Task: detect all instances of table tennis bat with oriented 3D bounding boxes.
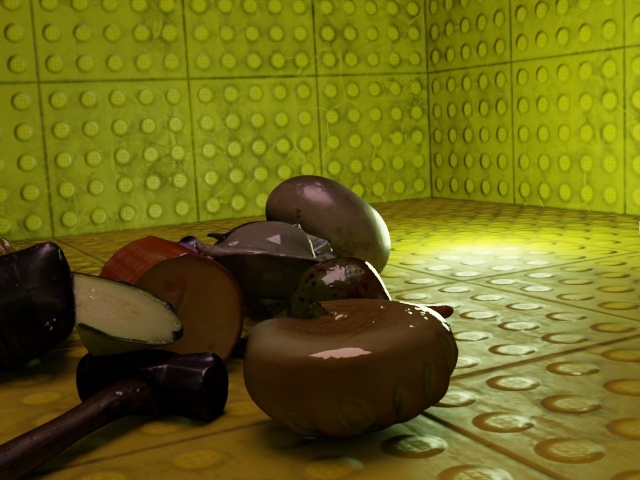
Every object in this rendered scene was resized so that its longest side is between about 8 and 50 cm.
[{"bbox_3d":[-0.109,0.210,1.627,0.131,0.022,0.234,-4,6,-16],"label":"table tennis bat"}]

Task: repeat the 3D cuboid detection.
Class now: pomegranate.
[{"bbox_3d":[0.043,0.138,1.577,0.198,0.198,0.246,-1,-27,16],"label":"pomegranate"}]

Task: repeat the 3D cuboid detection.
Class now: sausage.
[{"bbox_3d":[-0.288,0.120,1.592,0.233,0.233,0.287,-6,10,-22],"label":"sausage"}]

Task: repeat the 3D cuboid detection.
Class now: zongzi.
[{"bbox_3d":[-0.674,0.173,1.670,0.403,0.207,0.432,-18,-8,-16],"label":"zongzi"}]

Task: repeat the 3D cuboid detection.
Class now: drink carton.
[{"bbox_3d":[-0.085,0.080,1.941,0.194,0.132,0.324,-32,15,-13],"label":"drink carton"}]

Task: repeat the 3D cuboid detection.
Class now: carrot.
[{"bbox_3d":[0.197,0.156,1.781,0.210,0.061,0.061,-3,7,-29],"label":"carrot"}]

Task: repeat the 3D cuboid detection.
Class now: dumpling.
[{"bbox_3d":[-0.105,0.053,1.670,0.293,0.163,0.204,8,24,-5],"label":"dumpling"}]

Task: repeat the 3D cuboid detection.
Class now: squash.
[{"bbox_3d":[-0.316,0.142,1.344,0.184,0.085,0.192,19,19,-24],"label":"squash"}]

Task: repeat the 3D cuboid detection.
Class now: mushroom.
[{"bbox_3d":[0.000,0.000,2.242,0.362,0.294,0.362,33,-8,5],"label":"mushroom"}]

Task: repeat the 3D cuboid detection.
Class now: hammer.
[{"bbox_3d":[-0.331,0.248,1.189,0.243,0.095,0.409,1,11,27],"label":"hammer"}]

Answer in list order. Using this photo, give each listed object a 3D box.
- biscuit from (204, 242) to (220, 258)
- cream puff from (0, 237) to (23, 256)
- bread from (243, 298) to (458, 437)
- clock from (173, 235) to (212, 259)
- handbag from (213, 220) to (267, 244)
[{"bbox_3d":[-0.304,0.076,2.156,0.368,0.063,0.314,-15,-8,-30],"label":"biscuit"},{"bbox_3d":[-0.834,0.099,2.222,0.221,0.194,0.195,-12,2,32],"label":"cream puff"},{"bbox_3d":[0.049,0.185,1.224,0.333,0.160,0.333,-4,10,1],"label":"bread"},{"bbox_3d":[-0.339,0.094,1.900,0.228,0.090,0.248,-16,39,-7],"label":"clock"},{"bbox_3d":[-0.184,0.022,2.608,0.342,0.152,0.288,-6,-3,-24],"label":"handbag"}]
